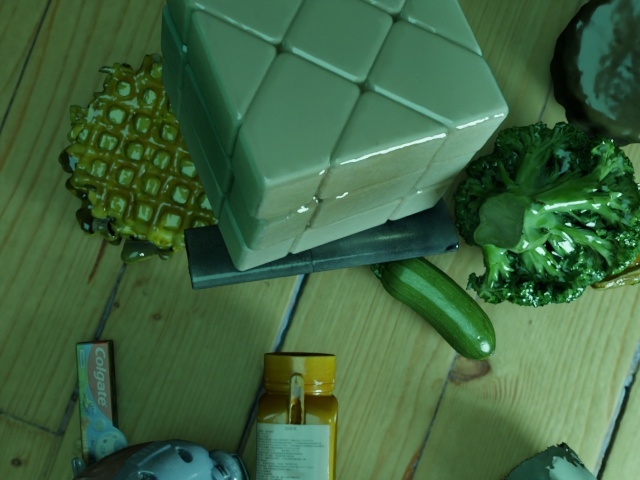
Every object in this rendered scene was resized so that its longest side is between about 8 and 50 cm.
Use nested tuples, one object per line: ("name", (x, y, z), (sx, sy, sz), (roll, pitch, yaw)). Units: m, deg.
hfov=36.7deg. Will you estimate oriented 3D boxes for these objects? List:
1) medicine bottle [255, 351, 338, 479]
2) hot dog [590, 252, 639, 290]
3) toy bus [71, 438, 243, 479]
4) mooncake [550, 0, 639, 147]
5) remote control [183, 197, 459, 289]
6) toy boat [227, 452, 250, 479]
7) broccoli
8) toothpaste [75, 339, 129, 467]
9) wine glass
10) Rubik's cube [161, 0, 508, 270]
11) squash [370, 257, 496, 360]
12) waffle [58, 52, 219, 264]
("medicine bottle", (-0.032, 0.268, 1.337), (0.112, 0.149, 0.222), (1, 87, 1))
("hot dog", (0.447, 0.039, 1.403), (0.133, 0.041, 0.056), (-16, 87, 7))
("toy bus", (-0.229, 0.411, 1.296), (0.231, 0.197, 0.294), (-4, 106, 38))
("mooncake", (0.445, -0.247, 1.376), (0.228, 0.124, 0.228), (0, 92, -2))
("remote control", (0.000, 0.000, 1.358), (0.377, 0.044, 0.107), (-9, 45, -8))
("toy boat", (-0.125, 0.374, 1.375), (0.059, 0.066, 0.140), (-9, 88, -3))
("broccoli", (0.305, -0.035, 1.318), (0.269, 0.241, 0.262), (6, 94, 41))
("toothpaste", (-0.311, 0.241, 1.395), (0.070, 0.044, 0.193), (-4, 87, -2))
("wine glass", (0.382, 0.440, 1.332), (0.143, 0.143, 0.321), (-37, 84, -1))
("Rubik's cube", (-0.004, -0.187, 1.226), (0.318, 0.316, 0.322), (-19, 75, -17))
("squash", (0.167, 0.087, 1.385), (0.219, 0.068, 0.077), (39, 103, 3))
("waffle", (-0.231, -0.121, 1.404), (0.329, 0.062, 0.329), (0, 89, 0))
